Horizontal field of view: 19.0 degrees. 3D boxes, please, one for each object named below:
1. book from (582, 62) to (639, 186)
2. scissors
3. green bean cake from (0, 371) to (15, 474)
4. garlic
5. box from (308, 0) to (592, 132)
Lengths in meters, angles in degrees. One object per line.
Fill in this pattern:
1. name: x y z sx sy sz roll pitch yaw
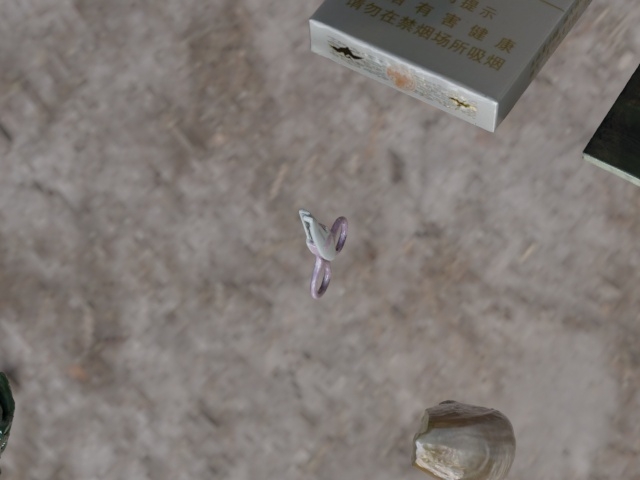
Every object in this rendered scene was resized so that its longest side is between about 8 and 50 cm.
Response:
1. book: 0.381 -0.139 1.866 0.160 0.228 0.024 28 163 23
2. scissors: 0.000 0.000 1.808 0.022 0.085 0.176 20 168 13
3. green bean cake: -0.319 0.097 1.183 0.193 0.208 0.107 55 145 23
4. garlic: 0.146 0.205 1.924 0.101 0.195 0.087 19 95 4
5. box: 0.169 -0.274 1.841 0.204 0.365 0.051 26 147 20
